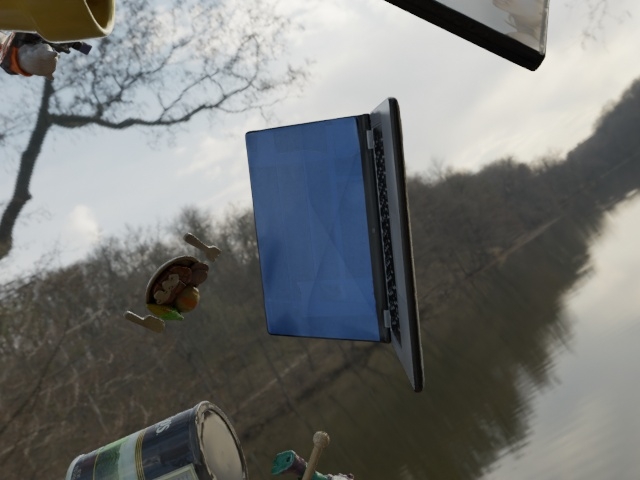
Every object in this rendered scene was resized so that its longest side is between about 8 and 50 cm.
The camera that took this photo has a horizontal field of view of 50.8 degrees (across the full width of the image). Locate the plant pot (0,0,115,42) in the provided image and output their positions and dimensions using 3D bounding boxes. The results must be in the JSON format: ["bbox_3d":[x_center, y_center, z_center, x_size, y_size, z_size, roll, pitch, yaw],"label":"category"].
[{"bbox_3d":[-0.430,-0.389,0.906,0.238,0.254,0.254,-7,-10,-3],"label":"plant pot"}]

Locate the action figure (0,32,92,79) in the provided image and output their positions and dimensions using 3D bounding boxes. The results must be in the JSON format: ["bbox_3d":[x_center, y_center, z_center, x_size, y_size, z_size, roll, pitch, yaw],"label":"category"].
[{"bbox_3d":[-0.711,-0.456,1.567,0.179,0.330,0.341,-64,-25,7],"label":"action figure"}]

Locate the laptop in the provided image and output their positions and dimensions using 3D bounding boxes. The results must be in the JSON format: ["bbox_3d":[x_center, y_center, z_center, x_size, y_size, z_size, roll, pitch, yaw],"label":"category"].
[{"bbox_3d":[0.000,0.000,1.047,0.236,0.382,0.408,-7,6,0],"label":"laptop"}]

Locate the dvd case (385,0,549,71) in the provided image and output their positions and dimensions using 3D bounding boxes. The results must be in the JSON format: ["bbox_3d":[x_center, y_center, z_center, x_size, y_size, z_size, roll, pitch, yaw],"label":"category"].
[{"bbox_3d":[0.145,-0.274,0.669,0.022,0.180,0.253,117,176,-46],"label":"dvd case"}]

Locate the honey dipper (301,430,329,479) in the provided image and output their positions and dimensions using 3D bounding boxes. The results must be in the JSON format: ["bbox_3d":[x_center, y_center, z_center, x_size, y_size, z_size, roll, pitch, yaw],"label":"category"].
[{"bbox_3d":[-0.017,0.277,0.761,0.030,0.030,0.161,-24,-41,-50],"label":"honey dipper"}]

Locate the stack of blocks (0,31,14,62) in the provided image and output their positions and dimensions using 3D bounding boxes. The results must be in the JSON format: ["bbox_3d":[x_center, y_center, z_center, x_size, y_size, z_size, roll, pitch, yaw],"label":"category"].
[{"bbox_3d":[-0.658,-0.385,1.089,0.087,0.297,0.171,-52,28,24],"label":"stack of blocks"}]

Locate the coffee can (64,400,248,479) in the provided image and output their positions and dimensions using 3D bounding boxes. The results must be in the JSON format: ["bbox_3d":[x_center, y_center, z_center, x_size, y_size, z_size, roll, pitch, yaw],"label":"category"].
[{"bbox_3d":[-0.302,0.449,1.264,0.275,0.202,0.201,-25,-7,7],"label":"coffee can"}]

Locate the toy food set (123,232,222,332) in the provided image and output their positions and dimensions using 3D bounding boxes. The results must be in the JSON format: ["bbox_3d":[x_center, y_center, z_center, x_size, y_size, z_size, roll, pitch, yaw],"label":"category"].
[{"bbox_3d":[-0.253,0.085,1.203,0.192,0.038,0.132,-54,-30,-3],"label":"toy food set"}]

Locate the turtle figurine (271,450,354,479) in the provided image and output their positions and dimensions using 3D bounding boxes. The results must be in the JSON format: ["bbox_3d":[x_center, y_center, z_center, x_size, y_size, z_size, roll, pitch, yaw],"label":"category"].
[{"bbox_3d":[0.021,0.455,1.162,0.118,0.234,0.175,-49,30,4],"label":"turtle figurine"}]
